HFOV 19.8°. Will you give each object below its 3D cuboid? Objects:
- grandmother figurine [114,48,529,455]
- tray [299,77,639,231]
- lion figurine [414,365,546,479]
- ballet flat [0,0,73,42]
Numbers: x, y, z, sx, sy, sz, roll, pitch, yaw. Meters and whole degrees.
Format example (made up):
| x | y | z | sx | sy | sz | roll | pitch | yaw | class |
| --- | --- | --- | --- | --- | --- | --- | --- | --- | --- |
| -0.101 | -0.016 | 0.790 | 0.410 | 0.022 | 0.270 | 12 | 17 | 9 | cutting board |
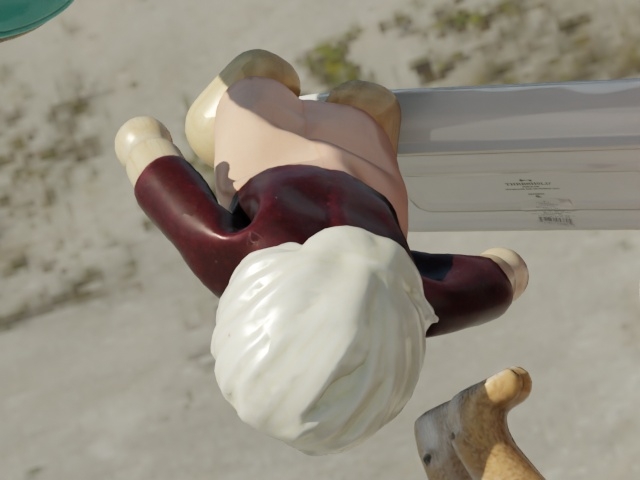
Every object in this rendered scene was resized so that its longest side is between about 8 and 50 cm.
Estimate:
| x | y | z | sx | sy | sz | roll | pitch | yaw | class |
| --- | --- | --- | --- | --- | --- | --- | --- | --- | --- |
| 0.000 | 0.000 | 0.873 | 0.207 | 0.104 | 0.342 | 8 | 20 | -3 | grandmother figurine |
| 0.122 | -0.040 | 1.060 | 0.270 | 0.030 | 0.145 | 0 | -28 | 31 | tray |
| 0.041 | 0.199 | 0.739 | 0.392 | 0.240 | 0.142 | -21 | -8 | -21 | lion figurine |
| -0.319 | -0.187 | 1.311 | 0.123 | 0.123 | 0.348 | -17 | 5 | 38 | ballet flat |
